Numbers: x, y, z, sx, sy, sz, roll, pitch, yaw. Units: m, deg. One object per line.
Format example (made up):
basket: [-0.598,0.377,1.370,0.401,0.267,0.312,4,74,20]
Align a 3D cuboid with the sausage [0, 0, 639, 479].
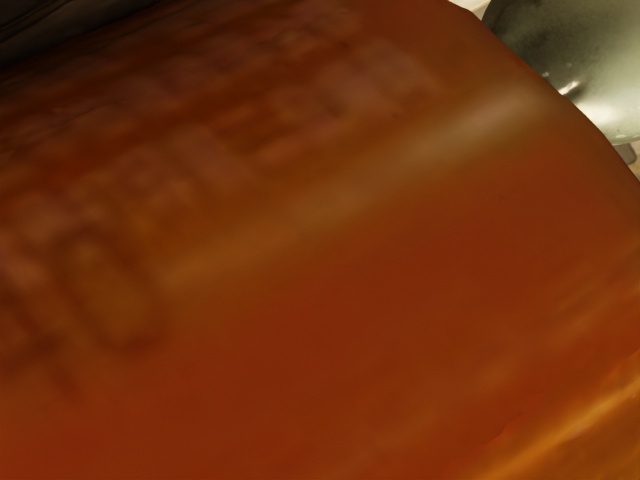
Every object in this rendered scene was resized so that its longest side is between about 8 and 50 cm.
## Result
sausage: [-0.079,0.084,0.433,0.287,0.233,0.233,-27,176,-31]

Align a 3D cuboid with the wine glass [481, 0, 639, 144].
wine glass: [0.109,-0.080,0.721,0.202,0.093,0.093,-27,176,-35]
